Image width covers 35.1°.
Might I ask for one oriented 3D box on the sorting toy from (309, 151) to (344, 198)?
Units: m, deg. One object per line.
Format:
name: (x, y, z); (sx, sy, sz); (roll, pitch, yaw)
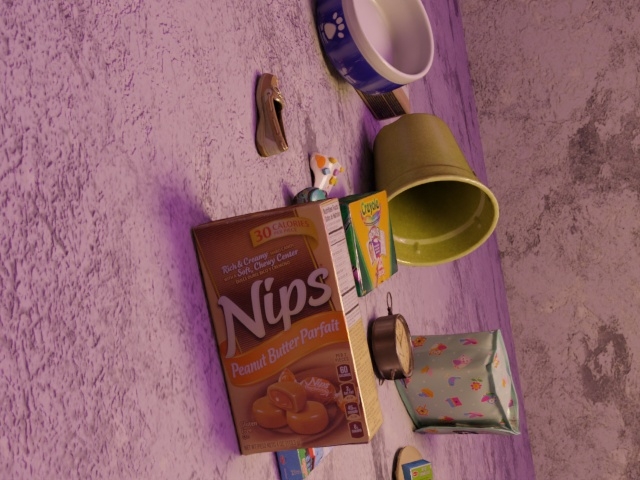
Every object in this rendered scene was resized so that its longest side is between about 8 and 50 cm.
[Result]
sorting toy: (0.008, -0.109, 1.852); (0.083, 0.045, 0.075); (42, 61, -61)

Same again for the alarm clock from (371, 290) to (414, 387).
alarm clock: (0.142, 0.195, 2.030); (0.129, 0.064, 0.192); (39, 46, -63)

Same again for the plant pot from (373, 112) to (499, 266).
plant pot: (0.219, -0.127, 2.182); (0.276, 0.276, 0.253); (58, 16, -48)

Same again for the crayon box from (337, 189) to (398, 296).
crayon box: (0.065, 0.003, 1.870); (0.278, 0.081, 0.165); (-26, 107, -71)

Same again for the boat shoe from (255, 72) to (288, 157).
boat shoe: (-0.073, -0.205, 1.629); (0.056, 0.048, 0.153); (53, 32, -53)

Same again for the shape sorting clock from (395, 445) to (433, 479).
shape sorting clock: (0.194, 0.518, 2.047); (0.206, 0.040, 0.206); (-11, 90, -68)

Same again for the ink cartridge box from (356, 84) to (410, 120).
ink cartridge box: (0.134, -0.420, 2.301); (0.193, 0.088, 0.234); (44, 41, -62)

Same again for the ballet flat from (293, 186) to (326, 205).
ballet flat: (0.000, 0.000, 1.712); (0.070, 0.070, 0.188); (-41, 117, -69)

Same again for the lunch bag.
lunch bag: (0.302, 0.333, 2.182); (0.160, 0.223, 0.262); (-69, 146, -48)

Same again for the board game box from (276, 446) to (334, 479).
board game box: (-0.023, 0.257, 1.548); (0.211, 0.039, 0.160); (-21, 100, -72)

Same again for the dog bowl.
dog bowl: (0.114, -0.437, 2.083); (0.265, 0.104, 0.264); (23, 57, -42)

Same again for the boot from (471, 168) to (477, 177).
boot: (0.277, -0.111, 2.365); (0.076, 0.208, 0.189); (25, 45, -22)

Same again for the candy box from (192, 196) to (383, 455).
candy box: (-0.041, 0.115, 1.342); (0.087, 0.183, 0.316); (-30, 109, -72)
